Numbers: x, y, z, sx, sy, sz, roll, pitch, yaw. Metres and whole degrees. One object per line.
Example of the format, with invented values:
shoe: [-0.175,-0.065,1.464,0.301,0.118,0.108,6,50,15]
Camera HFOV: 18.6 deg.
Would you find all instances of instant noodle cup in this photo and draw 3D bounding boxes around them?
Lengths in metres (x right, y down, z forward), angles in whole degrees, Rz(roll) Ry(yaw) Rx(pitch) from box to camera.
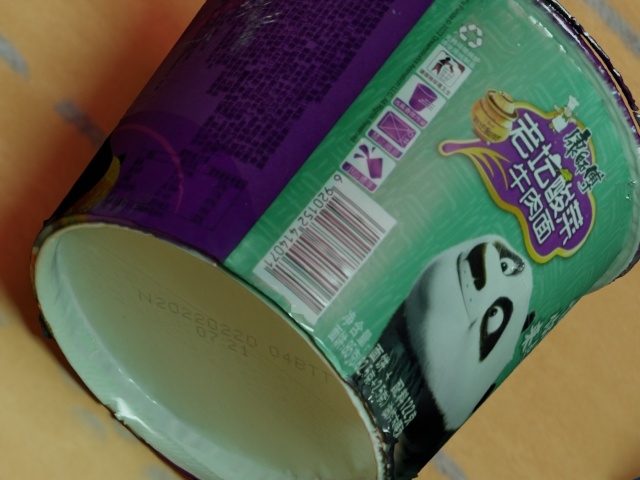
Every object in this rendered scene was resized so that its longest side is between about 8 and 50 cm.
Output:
instant noodle cup: [0.000,0.000,0.890,0.251,0.251,0.190,45,59,-10]

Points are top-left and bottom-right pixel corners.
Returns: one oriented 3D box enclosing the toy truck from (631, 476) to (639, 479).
toy truck: [0.274,0.153,1.090,0.208,0.113,0.126,36,52,-19]
